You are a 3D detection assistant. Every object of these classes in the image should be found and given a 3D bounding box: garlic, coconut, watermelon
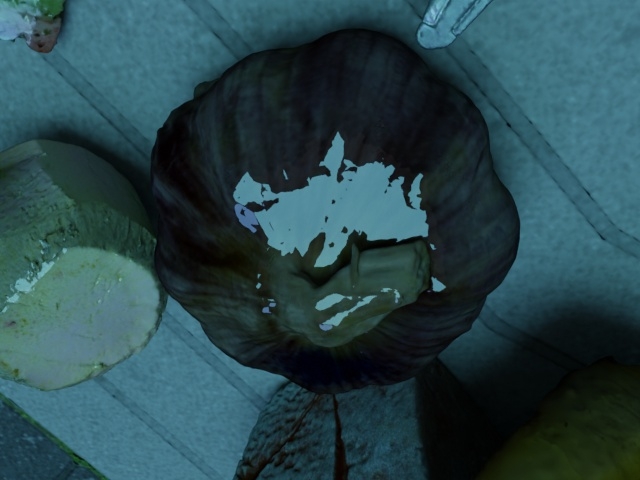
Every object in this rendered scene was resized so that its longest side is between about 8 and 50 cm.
[{"bbox_3d":[0.000,0.000,0.479,0.245,0.160,0.244,7,124,10],"label":"garlic"},{"bbox_3d":[-0.187,0.011,0.544,0.147,0.152,0.147,-15,129,-20],"label":"coconut"},{"bbox_3d":[0.040,0.204,0.634,0.213,0.201,0.262,-31,152,28],"label":"watermelon"}]

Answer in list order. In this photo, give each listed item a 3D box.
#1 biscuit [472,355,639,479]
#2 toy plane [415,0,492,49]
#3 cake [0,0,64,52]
[{"bbox_3d":[0.173,0.220,0.521,0.102,0.296,0.296,40,138,42],"label":"biscuit"},{"bbox_3d":[0.134,-0.217,0.358,0.267,0.088,0.212,-13,120,11],"label":"toy plane"},{"bbox_3d":[-0.255,-0.197,0.458,0.225,0.090,0.109,26,121,-5],"label":"cake"}]
